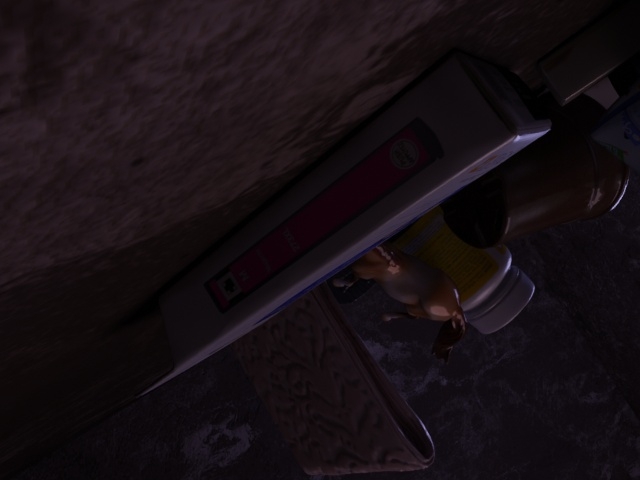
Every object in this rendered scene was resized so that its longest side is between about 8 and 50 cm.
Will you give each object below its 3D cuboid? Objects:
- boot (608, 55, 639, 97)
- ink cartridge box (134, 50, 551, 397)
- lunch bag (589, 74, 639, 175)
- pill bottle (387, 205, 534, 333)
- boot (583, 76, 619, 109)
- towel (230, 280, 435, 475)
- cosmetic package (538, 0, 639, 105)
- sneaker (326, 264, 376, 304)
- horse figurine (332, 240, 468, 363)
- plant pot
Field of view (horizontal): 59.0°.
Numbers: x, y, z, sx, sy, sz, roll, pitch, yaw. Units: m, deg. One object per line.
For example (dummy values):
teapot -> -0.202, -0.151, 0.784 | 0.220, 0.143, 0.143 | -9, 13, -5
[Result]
boot -> 0.508, -0.266, 0.759 | 0.207, 0.094, 0.246 | -31, 169, 21
ink cartridge box -> 0.000, 0.000, 0.459 | 0.371, 0.069, 0.176 | -38, 173, 29
lunch bag -> 0.384, -0.184, 0.476 | 0.303, 0.115, 0.243 | -46, 173, -4
pill bottle -> 0.181, 0.021, 0.774 | 0.119, 0.208, 0.119 | -46, -179, 1
boot -> 0.456, -0.229, 0.996 | 0.190, 0.069, 0.086 | -22, 179, -16
towel -> -0.013, 0.205, 0.850 | 0.053, 0.317, 0.332 | -28, 173, -34
cosmetic package -> 0.246, -0.167, 0.480 | 0.115, 0.041, 0.060 | -34, 175, 20
sneaker -> 0.143, 0.014, 1.237 | 0.319, 0.112, 0.131 | -30, -169, 7
horse figurine -> 0.095, 0.056, 0.712 | 0.066, 0.263, 0.174 | -58, -170, -23
plant pot -> 0.235, -0.074, 0.669 | 0.165, 0.167, 0.167 | -22, 171, -20
